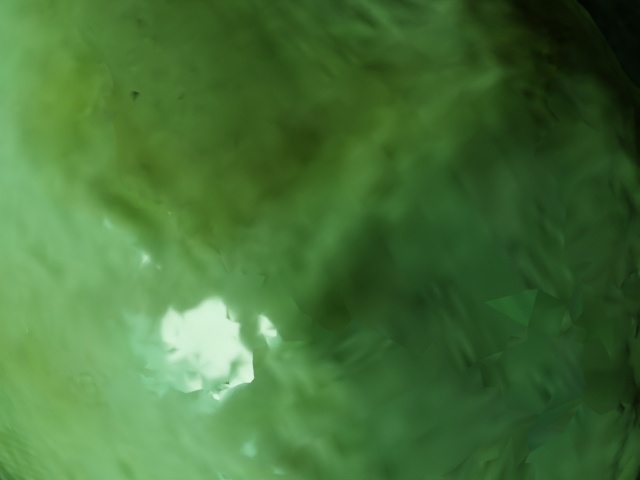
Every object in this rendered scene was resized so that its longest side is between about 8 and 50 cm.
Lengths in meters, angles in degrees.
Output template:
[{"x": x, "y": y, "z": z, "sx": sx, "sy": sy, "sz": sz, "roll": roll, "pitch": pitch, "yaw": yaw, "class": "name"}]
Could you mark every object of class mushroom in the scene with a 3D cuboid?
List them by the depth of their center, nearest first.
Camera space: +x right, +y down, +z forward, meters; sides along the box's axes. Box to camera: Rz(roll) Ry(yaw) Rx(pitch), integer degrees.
[{"x": -0.007, "y": -0.002, "z": 0.505, "sx": 0.164, "sy": 0.189, "sz": 0.267, "roll": 24, "pitch": 114, "yaw": 62, "class": "mushroom"}]
